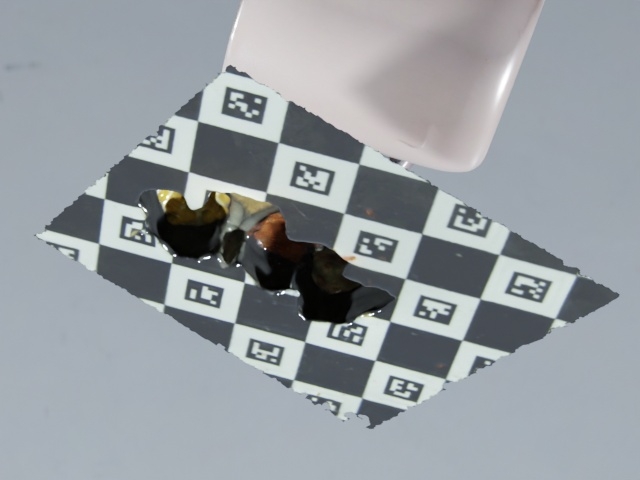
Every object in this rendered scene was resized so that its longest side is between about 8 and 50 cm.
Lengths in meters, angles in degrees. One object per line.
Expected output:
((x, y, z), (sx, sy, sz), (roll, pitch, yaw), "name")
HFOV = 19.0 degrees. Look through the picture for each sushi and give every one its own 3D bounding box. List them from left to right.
((0.000, 0.000, 1.228), (0.290, 0.264, 0.050), (31, 50, -21), "sushi")

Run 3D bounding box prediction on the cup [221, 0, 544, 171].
((0.044, -0.135, 1.431), (0.200, 0.253, 0.191), (21, 38, 3), "cup")
